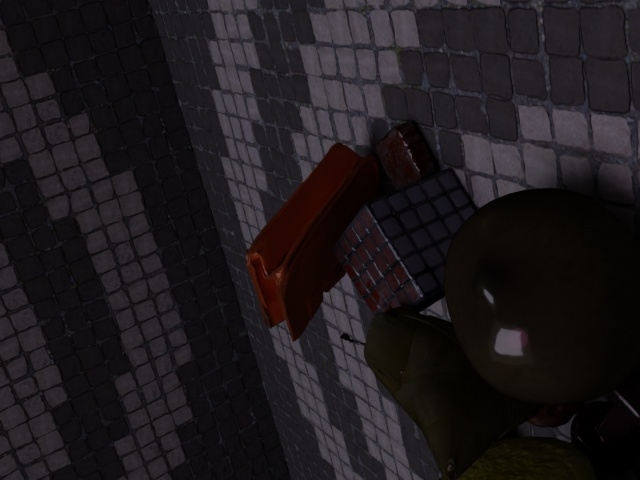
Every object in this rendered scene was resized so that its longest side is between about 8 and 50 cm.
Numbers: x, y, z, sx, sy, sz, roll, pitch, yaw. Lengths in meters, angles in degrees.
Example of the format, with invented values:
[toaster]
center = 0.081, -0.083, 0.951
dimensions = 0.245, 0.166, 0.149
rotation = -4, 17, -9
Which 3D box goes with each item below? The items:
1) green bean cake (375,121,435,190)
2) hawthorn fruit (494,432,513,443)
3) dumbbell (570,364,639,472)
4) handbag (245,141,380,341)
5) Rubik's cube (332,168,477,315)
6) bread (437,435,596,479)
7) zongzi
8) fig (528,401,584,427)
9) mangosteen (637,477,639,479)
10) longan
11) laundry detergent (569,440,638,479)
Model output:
[green bean cake]
center = 0.189, -0.182, 1.761
dimensions = 0.135, 0.056, 0.135
rotation = 62, 156, 6
[hawthorn fruit]
center = 0.377, 0.496, 1.878
dimensions = 0.185, 0.185, 0.202
rotation = 3, 98, 63
[dumbbell]
center = 0.547, 0.311, 1.421
dimensions = 0.140, 0.124, 0.225
rotation = 51, 152, 28
[handbag]
center = 0.000, 0.000, 1.837
dimensions = 0.116, 0.410, 0.303
rotation = 24, 150, 25
[Rubik's cube]
center = 0.205, 0.022, 1.707
dimensions = 0.238, 0.237, 0.237
rotation = 60, 152, 11
[bread]
center = 0.370, 0.563, 1.462
dimensions = 0.348, 0.348, 0.308
rotation = -1, 116, 63
[zongzi]
center = 0.153, 0.252, 1.458
dimensions = 0.447, 0.418, 0.181
rotation = 19, 114, 30
[fig]
center = 0.427, 0.258, 1.626
dimensions = 0.257, 0.159, 0.159
rotation = -116, 19, -46
[mangosteen]
center = 0.603, 0.490, 1.286
dimensions = 0.313, 0.296, 0.297
rotation = -136, 31, -57
[longan]
center = 0.368, 0.089, 1.316
dimensions = 0.361, 0.361, 0.361
rotation = 45, 148, 37
[laundry detergent]
center = 0.603, 0.575, 1.554
dimensions = 0.398, 0.124, 0.264
rotation = 54, 154, 22
